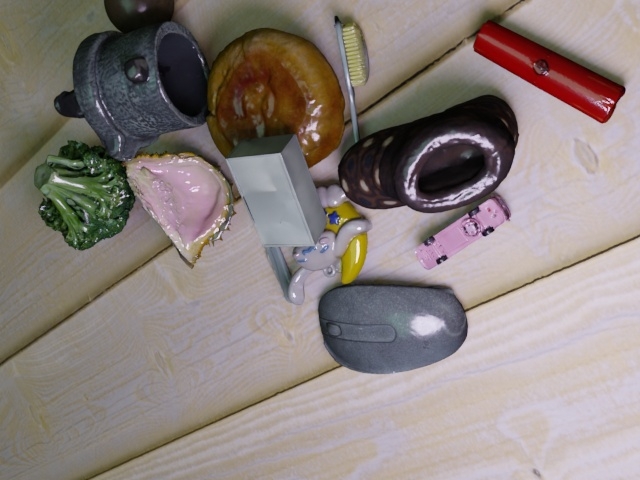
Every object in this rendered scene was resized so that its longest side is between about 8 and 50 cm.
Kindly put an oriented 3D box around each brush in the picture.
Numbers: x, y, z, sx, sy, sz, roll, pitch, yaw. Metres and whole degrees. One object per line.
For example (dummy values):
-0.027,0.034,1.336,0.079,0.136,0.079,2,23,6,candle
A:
0.080,-0.329,1.366,0.060,0.068,0.297,-8,103,9,brush

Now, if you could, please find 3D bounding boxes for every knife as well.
-0.097,0.077,1.578,0.044,0.023,0.162,-21,91,30,knife

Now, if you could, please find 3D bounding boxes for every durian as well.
-0.313,-0.109,1.591,0.195,0.185,0.305,-30,90,12,durian

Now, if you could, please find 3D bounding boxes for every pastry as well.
-0.104,-0.290,1.412,0.356,0.164,0.356,10,108,33,pastry

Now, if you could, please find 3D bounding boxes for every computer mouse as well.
0.136,0.187,1.420,0.374,0.114,0.203,-9,98,32,computer mouse

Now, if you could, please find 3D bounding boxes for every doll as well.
0.000,0.000,1.452,0.252,0.111,0.237,-23,88,21,doll

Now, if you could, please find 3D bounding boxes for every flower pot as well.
-0.426,-0.335,1.472,0.283,0.299,0.299,-6,99,21,flower pot

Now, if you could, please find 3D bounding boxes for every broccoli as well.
-0.628,-0.139,1.696,0.308,0.275,0.308,-10,70,29,broccoli

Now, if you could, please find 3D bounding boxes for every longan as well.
-0.433,-0.572,1.537,0.167,0.167,0.187,-35,65,31,longan

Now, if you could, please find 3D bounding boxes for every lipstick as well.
0.411,-0.310,1.169,0.279,0.073,0.073,35,116,17,lipstick

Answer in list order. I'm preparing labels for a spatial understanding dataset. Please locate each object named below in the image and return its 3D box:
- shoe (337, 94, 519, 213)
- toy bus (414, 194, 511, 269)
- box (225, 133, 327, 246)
0.184,-0.137,1.227,0.384,0.237,0.171,-17,108,29,shoe
0.286,-0.016,1.299,0.203,0.090,0.063,-37,83,32,toy bus
-0.087,-0.100,1.331,0.129,0.086,0.225,-1,128,27,box
